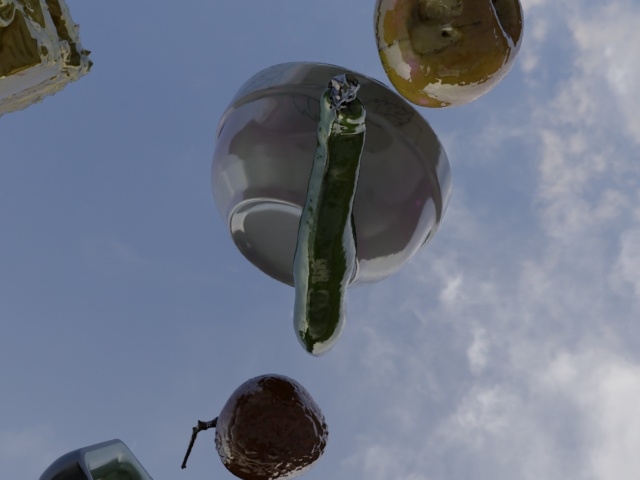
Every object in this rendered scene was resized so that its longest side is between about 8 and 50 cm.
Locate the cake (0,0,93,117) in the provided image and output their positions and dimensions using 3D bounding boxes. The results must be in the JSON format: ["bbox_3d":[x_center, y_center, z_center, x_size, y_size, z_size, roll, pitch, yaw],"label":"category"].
[{"bbox_3d":[-0.381,-0.230,0.602,0.228,0.286,0.222,-24,-79,3],"label":"cake"}]

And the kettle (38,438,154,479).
[{"bbox_3d":[-0.191,0.392,0.703,0.250,0.377,0.361,-38,-87,-11],"label":"kettle"}]

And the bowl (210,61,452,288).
[{"bbox_3d":[-0.005,-0.043,0.724,0.287,0.287,0.143,31,-125,-9],"label":"bowl"}]

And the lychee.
[{"bbox_3d":[-0.061,0.182,0.611,0.140,0.101,0.114,17,-115,13],"label":"lychee"}]

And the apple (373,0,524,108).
[{"bbox_3d":[0.120,-0.196,0.582,0.147,0.146,0.146,0,-92,-12],"label":"apple"}]

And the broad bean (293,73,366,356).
[{"bbox_3d":[0.003,-0.008,0.557,0.056,0.318,0.098,13,-135,11],"label":"broad bean"}]
